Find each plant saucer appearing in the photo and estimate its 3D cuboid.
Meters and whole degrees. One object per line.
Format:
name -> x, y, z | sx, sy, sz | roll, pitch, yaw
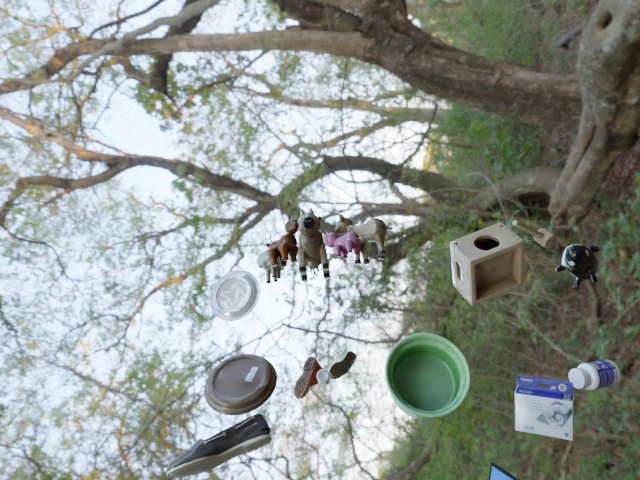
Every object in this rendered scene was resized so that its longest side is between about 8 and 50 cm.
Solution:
plant saucer -> -0.301, 0.524, 1.847 | 0.278, 0.277, 0.041 | -59, -32, -49

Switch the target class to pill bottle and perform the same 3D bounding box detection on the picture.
pill bottle -> 1.157, 0.572, 2.096 | 0.112, 0.186, 0.112 | 176, 90, -71
pill bottle -> 0.010, 0.449, 1.616 | 0.083, 0.043, 0.044 | 84, -159, -65

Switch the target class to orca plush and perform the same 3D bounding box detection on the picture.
orca plush -> 0.900, 0.115, 1.700 | 0.287, 0.151, 0.102 | 61, -171, -53

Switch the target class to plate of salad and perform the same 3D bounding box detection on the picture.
plate of salad -> -0.314, 0.205, 1.831 | 0.048, 0.199, 0.200 | 59, -137, -59

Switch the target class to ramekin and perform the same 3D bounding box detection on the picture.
ramekin -> 0.387, 0.511, 1.824 | 0.148, 0.303, 0.304 | 81, -155, -58

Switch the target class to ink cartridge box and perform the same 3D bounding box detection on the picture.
ink cartridge box -> 0.911, 0.680, 2.017 | 0.045, 0.223, 0.224 | -1, -91, -58

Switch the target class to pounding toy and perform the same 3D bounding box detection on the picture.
pounding toy -> 0.388, 0.013, 1.061 | 0.094, 0.205, 0.181 | -120, 12, -54

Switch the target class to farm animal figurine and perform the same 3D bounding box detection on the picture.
farm animal figurine -> 0.000, 0.000, 1.408 | 0.327, 0.330, 0.172 | 127, 139, -64

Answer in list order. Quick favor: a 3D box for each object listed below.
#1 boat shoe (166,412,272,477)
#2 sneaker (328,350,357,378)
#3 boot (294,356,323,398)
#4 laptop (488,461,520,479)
boat shoe -> -0.321, 0.647, 1.564 | 0.112, 0.334, 0.096 | 93, 156, -48
sneaker -> 0.089, 0.560, 2.139 | 0.192, 0.064, 0.086 | -30, -31, -52
boot -> -0.036, 0.504, 1.763 | 0.085, 0.059, 0.158 | 52, -130, -31
laptop -> 0.525, 0.810, 1.364 | 0.264, 0.234, 0.137 | -53, -48, -14
